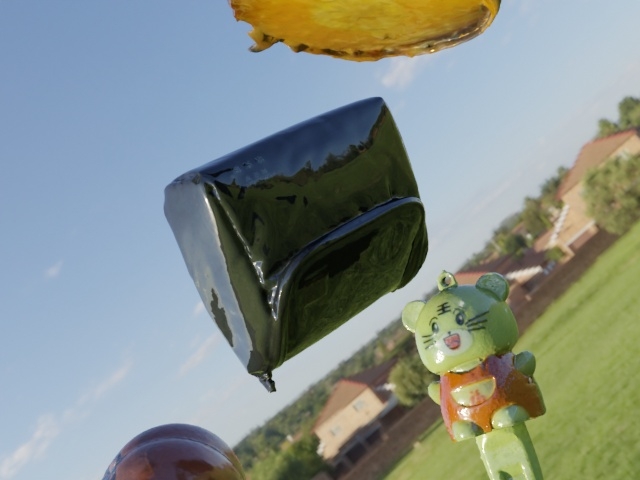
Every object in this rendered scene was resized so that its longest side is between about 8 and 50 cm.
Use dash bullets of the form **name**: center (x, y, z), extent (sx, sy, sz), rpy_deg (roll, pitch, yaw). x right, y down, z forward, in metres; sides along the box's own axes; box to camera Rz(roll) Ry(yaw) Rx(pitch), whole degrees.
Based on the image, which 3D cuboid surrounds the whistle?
- **whistle**: center (0.184, 0.167, 0.985), extent (0.131, 0.288, 0.106), rpy_deg (-23, -16, 20)

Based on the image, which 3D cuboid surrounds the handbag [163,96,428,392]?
- **handbag**: center (0.001, -0.001, 1.042), extent (0.302, 0.275, 0.178), rpy_deg (-27, 5, -34)

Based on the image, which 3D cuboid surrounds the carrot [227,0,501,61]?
- **carrot**: center (0.028, -0.313, 0.587), extent (0.224, 0.341, 0.224), rpy_deg (3, -7, 0)

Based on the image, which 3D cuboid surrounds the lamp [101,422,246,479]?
- **lamp**: center (-0.194, 0.396, 1.143), extent (0.305, 0.239, 0.305), rpy_deg (-61, 14, 26)
